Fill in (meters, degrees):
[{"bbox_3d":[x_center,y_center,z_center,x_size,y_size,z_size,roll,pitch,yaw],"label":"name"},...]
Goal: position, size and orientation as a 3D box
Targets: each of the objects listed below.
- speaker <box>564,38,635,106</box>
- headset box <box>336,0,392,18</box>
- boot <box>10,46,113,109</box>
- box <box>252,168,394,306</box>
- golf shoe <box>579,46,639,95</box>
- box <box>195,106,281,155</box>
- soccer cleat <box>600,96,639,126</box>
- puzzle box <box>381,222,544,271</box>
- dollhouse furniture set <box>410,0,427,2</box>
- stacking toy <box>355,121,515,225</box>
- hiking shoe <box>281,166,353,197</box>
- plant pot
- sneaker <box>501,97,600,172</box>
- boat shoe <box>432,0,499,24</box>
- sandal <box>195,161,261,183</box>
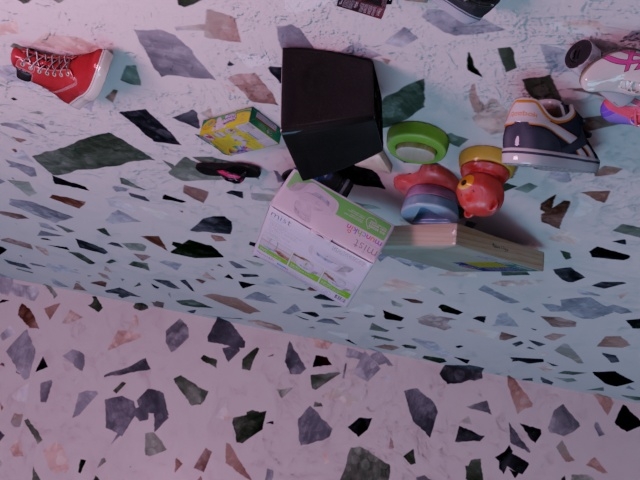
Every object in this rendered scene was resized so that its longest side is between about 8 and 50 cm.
[{"bbox_3d":[0.465,-0.276,1.431,0.136,0.055,0.055,28,154,-31],"label":"speaker"},{"bbox_3d":[0.073,-0.390,1.360,0.083,0.062,0.032,15,159,-4],"label":"headset box"},{"bbox_3d":[-0.531,-0.354,1.756,0.176,0.089,0.244,26,158,-27],"label":"boot"},{"bbox_3d":[0.000,0.000,1.961,0.261,0.127,0.231,29,147,3],"label":"box"},{"bbox_3d":[0.503,-0.259,1.352,0.186,0.086,0.068,-9,135,9],"label":"golf shoe"},{"bbox_3d":[-0.183,-0.236,1.906,0.179,0.043,0.105,-9,150,39],"label":"box"},{"bbox_3d":[0.591,-0.217,1.450,0.247,0.095,0.083,-3,154,33],"label":"soccer cleat"},{"bbox_3d":[0.324,0.023,2.090,0.272,0.052,0.408,-2,169,41],"label":"puzzle box"},{"bbox_3d":[0.067,-0.418,1.160,0.181,0.161,0.101,8,158,10],"label":"dollhouse furniture set"},{"bbox_3d":[0.229,-0.115,1.854,0.279,0.131,0.309,21,156,-21],"label":"stacking toy"},{"bbox_3d":[-0.047,-0.120,2.063,0.132,0.113,0.304,43,146,-17],"label":"hiking shoe"},{"bbox_3d":[0.028,-0.240,1.613,0.166,0.188,0.188,-4,155,10],"label":"plant pot"},{"bbox_3d":[0.435,-0.189,1.593,0.126,0.128,0.321,5,-178,33],"label":"sneaker"},{"bbox_3d":[0.177,-0.395,1.274,0.228,0.080,0.076,25,149,-31],"label":"boat shoe"},{"bbox_3d":[-0.225,-0.161,2.112,0.179,0.040,0.067,3,156,23],"label":"sandal"}]
